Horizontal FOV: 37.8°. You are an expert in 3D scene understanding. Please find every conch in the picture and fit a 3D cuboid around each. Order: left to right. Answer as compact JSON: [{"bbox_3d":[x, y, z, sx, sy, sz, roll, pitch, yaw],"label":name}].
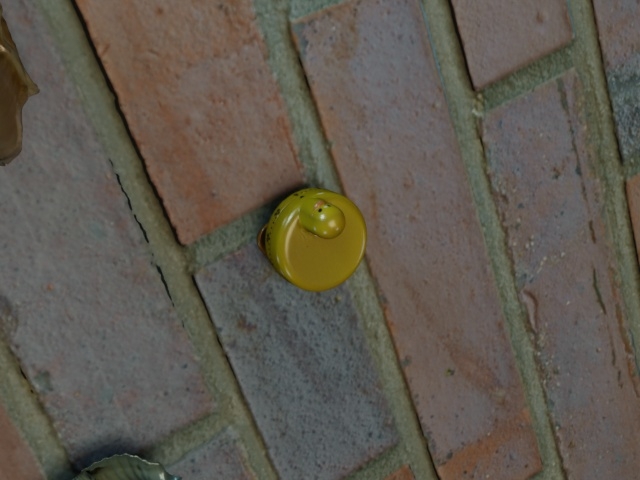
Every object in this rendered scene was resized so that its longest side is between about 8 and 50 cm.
[{"bbox_3d":[-0.210,0.293,0.918,0.135,0.102,0.153,34,54,-21],"label":"conch"}]

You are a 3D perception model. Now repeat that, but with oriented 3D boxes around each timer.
[{"bbox_3d":[0.000,0.000,0.943,0.107,0.109,0.107,-9,109,-27],"label":"timer"}]

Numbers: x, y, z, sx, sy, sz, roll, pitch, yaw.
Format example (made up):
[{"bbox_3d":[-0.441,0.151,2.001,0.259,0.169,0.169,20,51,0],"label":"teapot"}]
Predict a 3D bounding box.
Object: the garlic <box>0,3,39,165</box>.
[{"bbox_3d":[-0.317,-0.156,0.697,0.142,0.178,0.229,-9,90,5],"label":"garlic"}]
